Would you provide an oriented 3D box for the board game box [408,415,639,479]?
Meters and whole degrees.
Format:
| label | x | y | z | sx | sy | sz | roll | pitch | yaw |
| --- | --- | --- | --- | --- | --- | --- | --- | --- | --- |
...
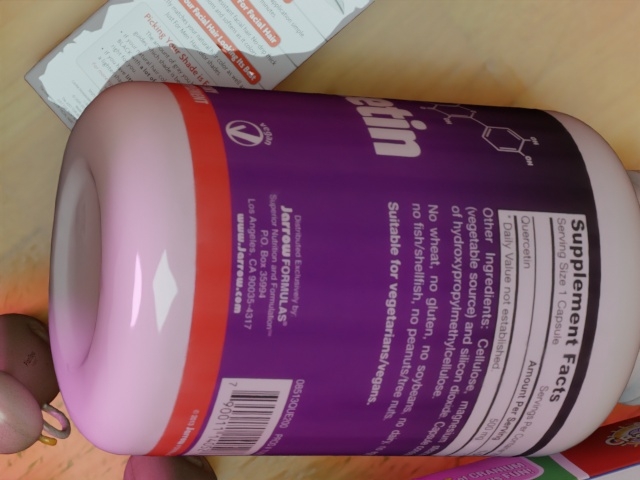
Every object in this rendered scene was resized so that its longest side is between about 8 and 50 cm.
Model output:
| label | x | y | z | sx | sy | sz | roll | pitch | yaw |
| --- | --- | --- | --- | --- | --- | --- | --- | --- | --- |
| board game box | 0.162 | 0.223 | 1.038 | 0.316 | 0.064 | 0.242 | -11 | 103 | -26 |

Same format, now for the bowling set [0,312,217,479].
| label | x | y | z | sx | sy | sz | roll | pitch | yaw |
| --- | --- | --- | --- | --- | --- | --- | --- | --- | --- |
| bowling set | -0.122 | 0.195 | 1.035 | 0.287 | 0.154 | 0.200 | 35 | 97 | -9 |

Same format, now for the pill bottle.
| label | x | y | z | sx | sy | sz | roll | pitch | yaw |
| --- | --- | --- | --- | --- | --- | --- | --- | --- | --- |
| pill bottle | 0.035 | 0.018 | 0.974 | 0.322 | 0.181 | 0.182 | 2 | 102 | -20 |

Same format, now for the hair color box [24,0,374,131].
| label | x | y | z | sx | sy | sz | roll | pitch | yaw |
| --- | --- | --- | --- | --- | --- | --- | --- | --- | --- |
| hair color box | -0.063 | -0.109 | 1.028 | 0.167 | 0.053 | 0.093 | -40 | 99 | 7 |
